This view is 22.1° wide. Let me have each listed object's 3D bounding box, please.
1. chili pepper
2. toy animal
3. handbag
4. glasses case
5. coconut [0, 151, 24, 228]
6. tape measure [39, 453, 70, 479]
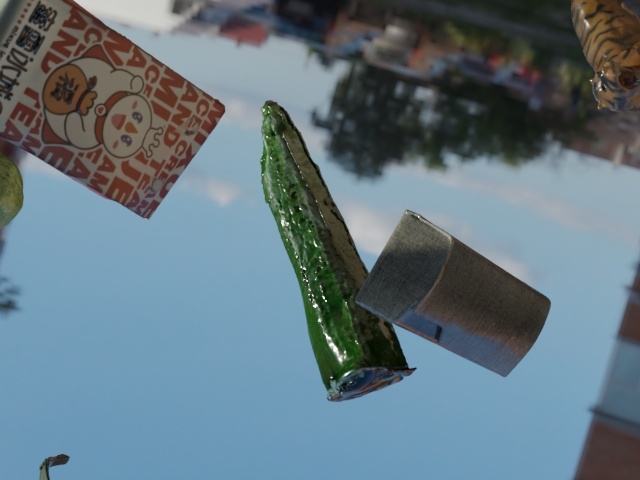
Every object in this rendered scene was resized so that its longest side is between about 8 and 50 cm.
[{"bbox_3d":[0.000,0.000,1.164,0.059,0.227,0.088,-16,166,-14],"label":"chili pepper"},{"bbox_3d":[0.272,-0.209,1.529,0.116,0.114,0.255,-20,-131,1],"label":"toy animal"},{"bbox_3d":[-0.250,-0.155,1.744,0.298,0.171,0.151,30,-178,-26],"label":"handbag"},{"bbox_3d":[0.096,0.041,1.115,0.047,0.071,0.205,30,-179,29],"label":"glasses case"},{"bbox_3d":[-0.326,-0.046,1.531,0.096,0.088,0.088,-2,-171,-3],"label":"coconut"},{"bbox_3d":[-0.191,0.293,1.446,0.084,0.164,0.330,-35,-156,-15],"label":"tape measure"}]
